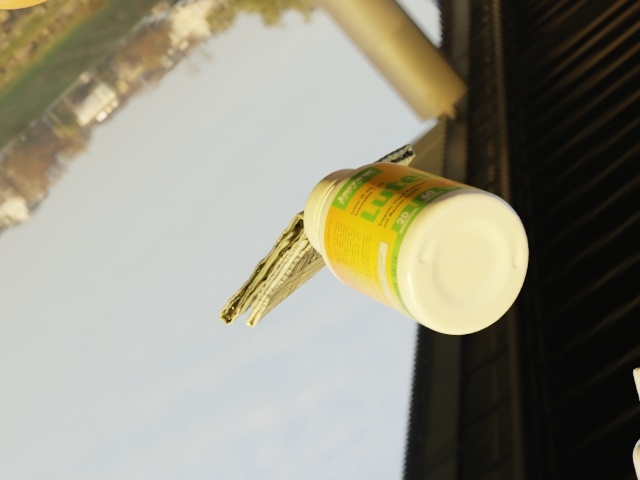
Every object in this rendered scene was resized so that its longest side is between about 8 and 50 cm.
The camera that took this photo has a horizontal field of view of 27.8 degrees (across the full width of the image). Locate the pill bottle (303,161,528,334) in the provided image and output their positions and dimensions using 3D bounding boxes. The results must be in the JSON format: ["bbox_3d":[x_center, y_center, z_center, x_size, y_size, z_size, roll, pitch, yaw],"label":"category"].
[{"bbox_3d":[0.081,-0.003,1.274,0.136,0.136,0.246,-46,-152,-11],"label":"pill bottle"}]

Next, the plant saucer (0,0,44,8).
[{"bbox_3d":[-0.305,-0.325,1.289,0.200,0.200,0.037,-44,-137,-6],"label":"plant saucer"}]

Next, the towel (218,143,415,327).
[{"bbox_3d":[0.000,0.000,2.102,0.324,0.056,0.312,-35,169,-45],"label":"towel"}]

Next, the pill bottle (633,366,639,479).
[{"bbox_3d":[0.364,0.232,1.138,0.152,0.272,0.152,-14,172,-2],"label":"pill bottle"}]
